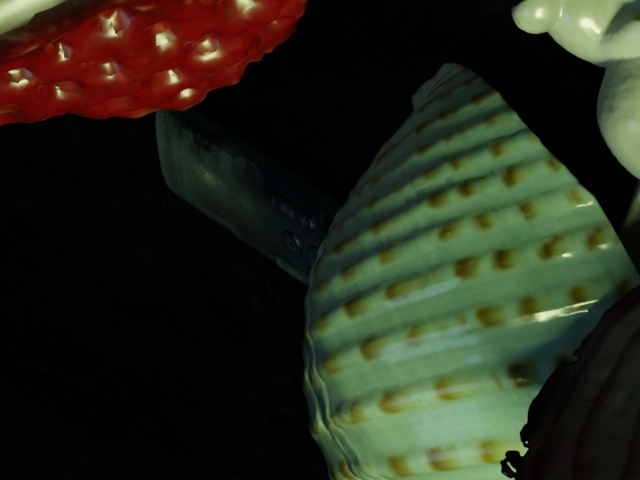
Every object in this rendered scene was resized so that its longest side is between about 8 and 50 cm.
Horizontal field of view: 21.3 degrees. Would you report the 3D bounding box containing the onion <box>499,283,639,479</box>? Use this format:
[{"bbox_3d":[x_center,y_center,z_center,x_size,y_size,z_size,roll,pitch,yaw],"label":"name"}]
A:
[{"bbox_3d":[0.249,0.104,0.804,0.146,0.314,0.280,54,167,-31],"label":"onion"}]

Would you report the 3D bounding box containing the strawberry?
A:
[{"bbox_3d":[-0.158,-0.204,1.049,0.317,0.345,0.295,0,120,58],"label":"strawberry"}]

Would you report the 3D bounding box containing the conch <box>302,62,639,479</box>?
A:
[{"bbox_3d":[0.089,0.069,1.039,0.319,0.215,0.303,60,170,2],"label":"conch"}]

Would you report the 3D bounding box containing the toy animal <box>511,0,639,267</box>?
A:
[{"bbox_3d":[0.196,-0.072,0.916,0.127,0.131,0.182,-17,-98,-86],"label":"toy animal"}]

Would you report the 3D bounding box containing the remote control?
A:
[{"bbox_3d":[0.000,0.000,1.329,0.377,0.044,0.107,35,148,37],"label":"remote control"}]
